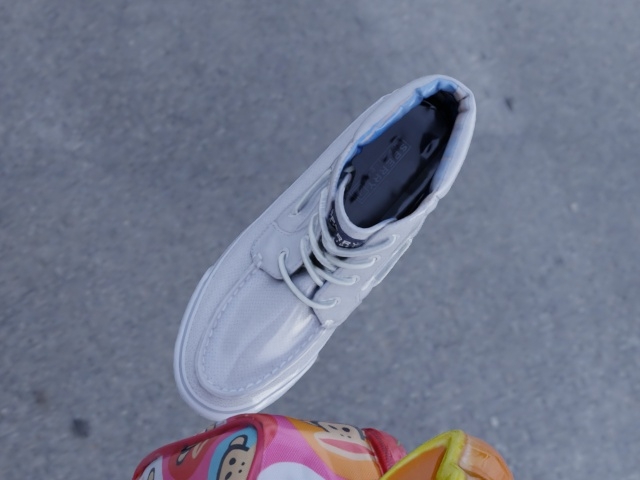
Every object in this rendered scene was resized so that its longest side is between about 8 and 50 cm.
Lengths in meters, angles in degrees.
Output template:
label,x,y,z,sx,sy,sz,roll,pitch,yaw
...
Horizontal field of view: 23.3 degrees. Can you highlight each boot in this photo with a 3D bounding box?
label,x,y,z,sx,sy,sz,roll,pitch,yaw
boot,0.000,0.000,0.964,0.095,0.123,0.258,36,80,-1

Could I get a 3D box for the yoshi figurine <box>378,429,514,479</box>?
label,x,y,z,sx,sy,sz,roll,pitch,yaw
yoshi figurine,0.114,0.245,0.544,0.362,0.203,0.203,46,40,-4

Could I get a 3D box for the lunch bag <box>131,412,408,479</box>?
label,x,y,z,sx,sy,sz,roll,pitch,yaw
lunch bag,-0.048,0.250,0.817,0.120,0.258,0.293,11,69,-24
